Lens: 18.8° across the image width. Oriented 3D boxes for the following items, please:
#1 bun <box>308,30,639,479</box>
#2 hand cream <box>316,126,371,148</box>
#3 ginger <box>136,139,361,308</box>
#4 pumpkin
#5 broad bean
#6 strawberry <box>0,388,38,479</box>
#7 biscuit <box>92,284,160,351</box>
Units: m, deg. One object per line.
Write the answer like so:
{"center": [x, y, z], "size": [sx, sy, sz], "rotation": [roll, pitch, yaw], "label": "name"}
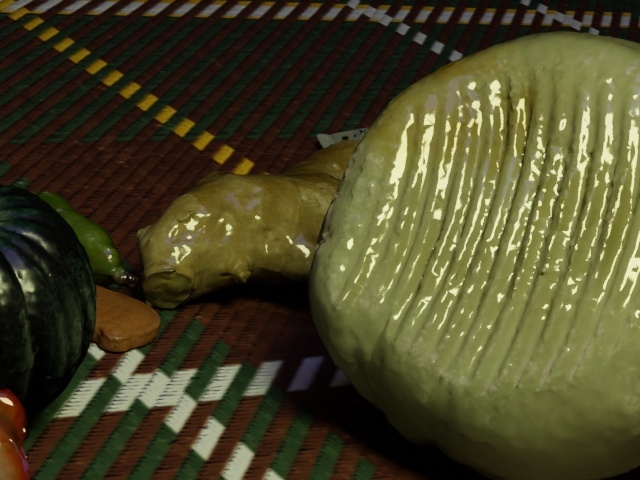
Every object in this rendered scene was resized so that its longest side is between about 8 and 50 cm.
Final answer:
{"center": [0.184, 0.023, 1.495], "size": [0.365, 0.365, 0.219], "rotation": [21, -14, 24], "label": "bun"}
{"center": [0.125, -0.101, 2.131], "size": [0.247, 0.083, 0.133], "rotation": [-3, 21, -13], "label": "hand cream"}
{"center": [0.004, -0.020, 1.768], "size": [0.348, 0.122, 0.363], "rotation": [15, 28, -15], "label": "ginger"}
{"center": [-0.268, 0.044, 1.379], "size": [0.220, 0.162, 0.220], "rotation": [7, 31, -4], "label": "pumpkin"}
{"center": [-0.228, -0.005, 1.693], "size": [0.070, 0.048, 0.213], "rotation": [-20, 30, -37], "label": "broad bean"}
{"center": [-0.337, 0.088, 1.197], "size": [0.280, 0.150, 0.253], "rotation": [26, 29, -48], "label": "strawberry"}
{"center": [-0.195, 0.057, 1.588], "size": [0.130, 0.019, 0.102], "rotation": [16, 19, 13], "label": "biscuit"}
